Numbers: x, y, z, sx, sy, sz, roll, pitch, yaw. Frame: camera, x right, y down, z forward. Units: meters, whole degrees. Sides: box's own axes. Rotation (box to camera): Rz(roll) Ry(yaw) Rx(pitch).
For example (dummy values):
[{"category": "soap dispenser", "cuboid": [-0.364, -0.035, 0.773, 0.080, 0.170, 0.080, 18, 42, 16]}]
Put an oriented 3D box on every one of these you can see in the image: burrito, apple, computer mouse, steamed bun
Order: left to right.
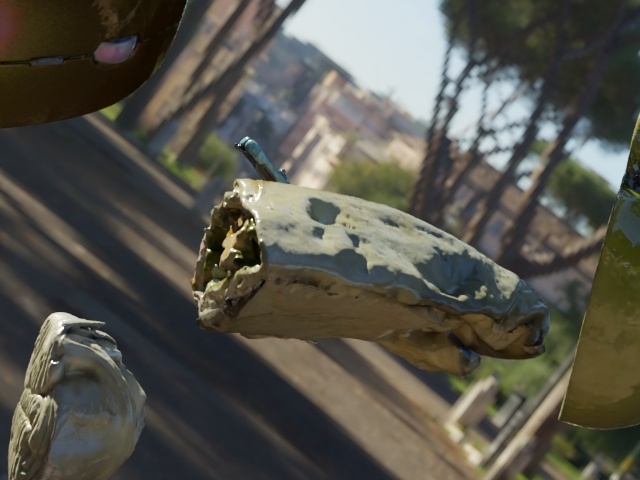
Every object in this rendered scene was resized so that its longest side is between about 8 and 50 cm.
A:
[{"category": "computer mouse", "cuboid": [-0.240, -0.148, 1.079, 0.310, 0.158, 0.072, -2, 52, -26]}, {"category": "steamed bun", "cuboid": [-0.276, 0.198, 1.812, 0.144, 0.211, 0.218, 16, -1, -15]}, {"category": "burrito", "cuboid": [0.053, 0.039, 1.435, 0.332, 0.135, 0.190, 13, -27, -26]}, {"category": "apple", "cuboid": [0.379, 0.035, 1.889, 0.320, 0.311, 0.360, 59, -20, 32]}]

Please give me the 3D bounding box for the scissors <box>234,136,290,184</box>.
[{"category": "scissors", "cuboid": [0.000, 0.000, 1.900, 0.180, 0.032, 0.393, 41, -9, 47]}]
